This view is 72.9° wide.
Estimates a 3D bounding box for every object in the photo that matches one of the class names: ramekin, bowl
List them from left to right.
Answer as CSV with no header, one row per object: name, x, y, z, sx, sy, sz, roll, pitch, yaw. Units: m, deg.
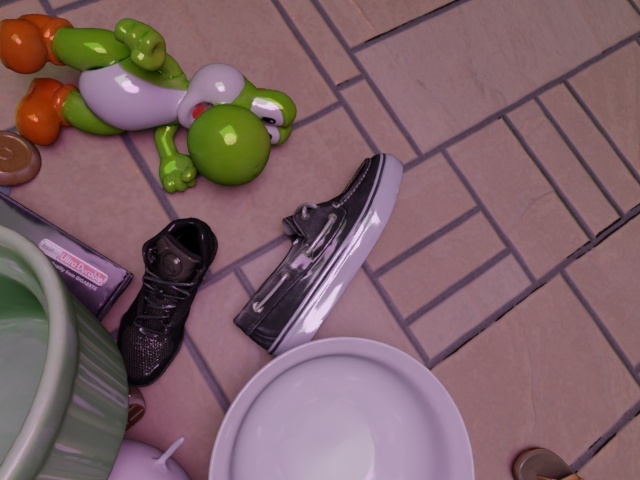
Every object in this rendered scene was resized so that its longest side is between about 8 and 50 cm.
ramekin,-0.313,0.145,0.343,0.304,0.148,0.303,-3,56,5
bowl,0.019,0.269,0.529,0.298,0.134,0.297,3,75,-10

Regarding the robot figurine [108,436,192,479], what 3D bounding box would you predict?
robot figurine,-0.240,0.360,0.423,0.300,0.199,0.353,11,73,9

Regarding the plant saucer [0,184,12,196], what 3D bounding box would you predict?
plant saucer,-0.520,-0.089,0.569,0.195,0.037,0.194,2,76,-9

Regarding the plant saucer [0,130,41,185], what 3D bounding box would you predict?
plant saucer,-0.426,-0.115,0.586,0.084,0.015,0.083,15,63,-32

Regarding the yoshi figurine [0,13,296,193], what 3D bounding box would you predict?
yoshi figurine,-0.213,-0.168,0.578,0.363,0.203,0.202,8,91,-11

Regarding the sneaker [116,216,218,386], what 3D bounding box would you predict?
sneaker,-0.200,0.070,0.542,0.087,0.130,0.227,24,75,-2

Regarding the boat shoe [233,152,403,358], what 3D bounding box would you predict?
boat shoe,0.000,0.000,0.598,0.119,0.121,0.335,33,75,-6

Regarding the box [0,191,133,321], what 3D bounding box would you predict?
box,-0.428,0.080,0.489,0.296,0.073,0.293,37,75,-15

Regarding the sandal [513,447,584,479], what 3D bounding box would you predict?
sandal,0.356,0.364,0.612,0.180,0.049,0.072,43,73,2

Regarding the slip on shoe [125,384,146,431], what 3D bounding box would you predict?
slip on shoe,-0.278,0.233,0.533,0.135,0.051,0.041,-41,42,-6
